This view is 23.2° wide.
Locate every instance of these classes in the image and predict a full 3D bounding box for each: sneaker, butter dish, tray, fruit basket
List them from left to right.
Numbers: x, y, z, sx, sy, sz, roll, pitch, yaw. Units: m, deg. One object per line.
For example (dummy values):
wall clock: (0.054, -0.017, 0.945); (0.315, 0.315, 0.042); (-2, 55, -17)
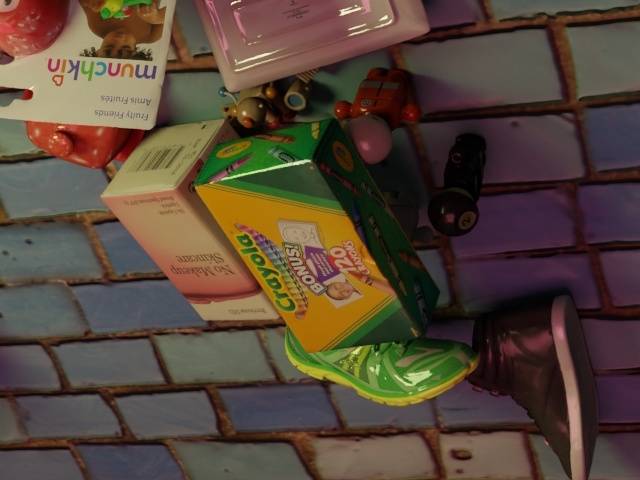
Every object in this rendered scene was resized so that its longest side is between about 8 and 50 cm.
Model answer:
fruit basket: (-0.301, -0.299, 1.623); (0.327, 0.353, 0.165); (6, 164, 13)
butter dish: (-0.299, -0.148, 1.911); (0.160, 0.118, 0.160); (22, 133, -1)
tray: (-0.021, -0.262, 1.751); (0.270, 0.030, 0.145); (-14, 104, 28)
sneaker: (0.065, 0.130, 2.011); (0.295, 0.109, 0.123); (10, 124, 36)
sneaker: (0.277, 0.198, 2.049); (0.147, 0.104, 0.296); (-3, 123, 22)

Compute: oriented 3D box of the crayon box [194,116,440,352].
crayon box: (0.000, 0.000, 1.784); (0.165, 0.081, 0.278); (-10, 128, 33)

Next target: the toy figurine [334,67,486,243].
toy figurine: (0.073, -0.070, 1.840); (0.213, 0.148, 0.209); (39, 131, -18)

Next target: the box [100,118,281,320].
box: (-0.132, -0.022, 1.935); (0.148, 0.127, 0.232); (-4, 133, 44)

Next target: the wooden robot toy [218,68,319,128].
wooden robot toy: (-0.064, -0.158, 1.853); (0.173, 0.079, 0.076); (-26, 118, 35)
